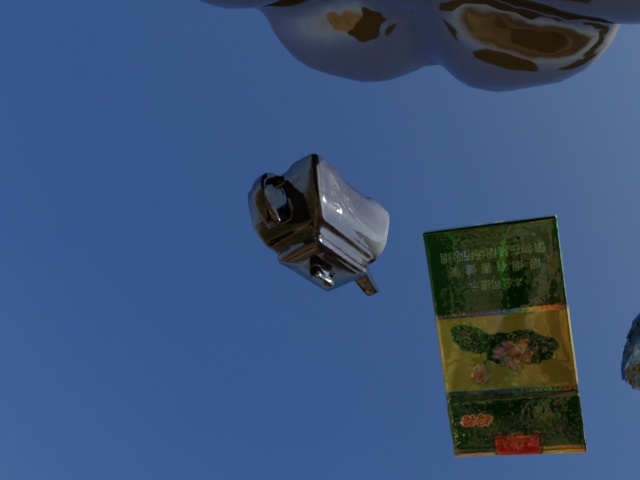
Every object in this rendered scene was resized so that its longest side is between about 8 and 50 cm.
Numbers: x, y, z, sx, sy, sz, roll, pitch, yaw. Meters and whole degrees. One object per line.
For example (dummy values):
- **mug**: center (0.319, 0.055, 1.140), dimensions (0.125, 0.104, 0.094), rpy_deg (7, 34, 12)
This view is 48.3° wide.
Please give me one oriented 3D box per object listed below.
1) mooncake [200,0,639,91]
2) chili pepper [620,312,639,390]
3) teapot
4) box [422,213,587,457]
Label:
- **mooncake**: center (0.087, -0.303, 0.560), dimensions (0.467, 0.467, 0.262), rpy_deg (10, -105, 9)
- **chili pepper**: center (0.484, 0.118, 0.821), dimensions (0.264, 0.116, 0.148), rpy_deg (-4, -102, -5)
- **teapot**: center (0.000, 0.000, 0.668), dimensions (0.087, 0.096, 0.177), rpy_deg (-26, -43, 29)
- **box**: center (0.184, 0.098, 0.715), dimensions (0.132, 0.034, 0.235), rpy_deg (-7, -85, 16)
